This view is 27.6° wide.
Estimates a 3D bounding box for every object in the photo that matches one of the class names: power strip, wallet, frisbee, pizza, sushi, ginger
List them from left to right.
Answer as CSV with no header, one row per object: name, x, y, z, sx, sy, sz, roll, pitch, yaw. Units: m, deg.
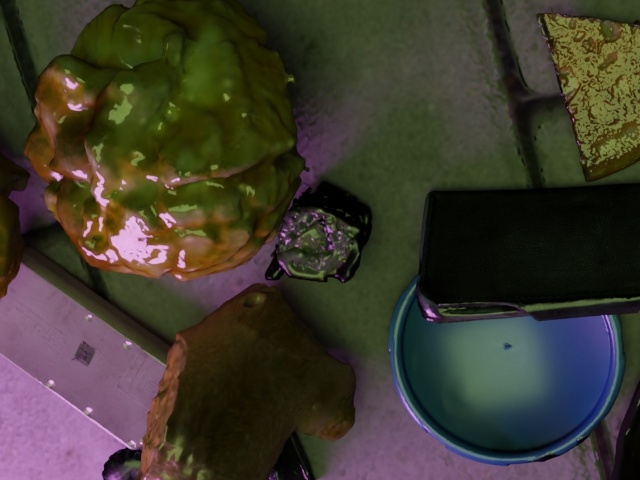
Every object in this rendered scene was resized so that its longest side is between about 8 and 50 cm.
power strip,-0.264,0.120,1.445,0.270,0.046,0.118,35,106,8
ginger,-0.074,0.182,1.346,0.221,0.130,0.275,10,90,-22
sushi,0.001,-0.001,1.338,0.094,0.084,0.098,20,113,4
frisbee,0.190,0.112,1.343,0.242,0.045,0.242,1,97,12
wallet,0.252,0.008,1.245,0.318,0.172,0.045,-4,131,14
pizza,0.272,-0.153,1.258,0.176,0.036,0.184,29,107,3

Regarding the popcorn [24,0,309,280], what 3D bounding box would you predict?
popcorn,-0.139,-0.090,1.248,0.247,0.282,0.282,-25,100,-23

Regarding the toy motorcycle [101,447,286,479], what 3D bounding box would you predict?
toy motorcycle,-0.139,0.290,1.437,0.213,0.082,0.122,-1,105,17

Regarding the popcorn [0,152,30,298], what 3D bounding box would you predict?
popcorn,-0.436,-0.021,1.344,0.225,0.276,0.276,-39,93,13

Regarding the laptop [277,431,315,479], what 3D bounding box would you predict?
laptop,-0.100,0.203,1.452,0.135,0.016,0.197,-20,99,19

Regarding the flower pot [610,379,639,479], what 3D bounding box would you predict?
flower pot,0.443,0.215,1.211,0.267,0.266,0.266,23,109,-5
